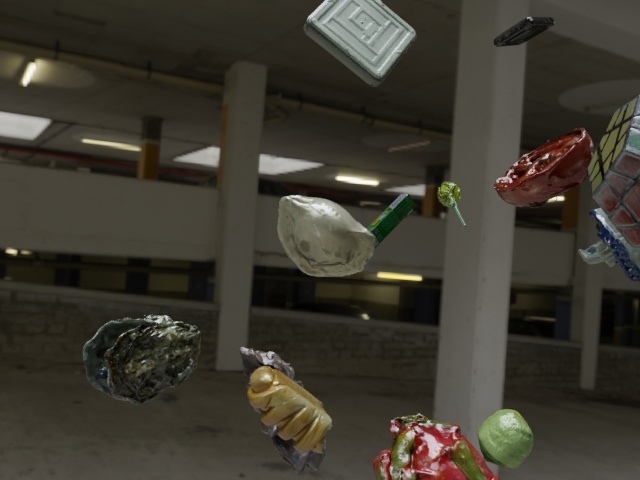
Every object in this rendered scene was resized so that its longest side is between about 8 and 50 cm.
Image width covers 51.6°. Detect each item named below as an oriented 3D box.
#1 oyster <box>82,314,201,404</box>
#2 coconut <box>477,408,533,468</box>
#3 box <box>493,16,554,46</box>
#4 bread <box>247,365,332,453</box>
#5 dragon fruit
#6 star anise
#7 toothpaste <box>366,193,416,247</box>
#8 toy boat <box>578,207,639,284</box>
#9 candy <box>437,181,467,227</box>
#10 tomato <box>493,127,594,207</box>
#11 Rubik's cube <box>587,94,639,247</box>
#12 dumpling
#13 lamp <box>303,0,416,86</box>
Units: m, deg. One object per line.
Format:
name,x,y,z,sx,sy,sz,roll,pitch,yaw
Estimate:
oyster,-0.356,0.241,1.405,0.158,0.162,0.351,35,9,17
coconut,0.295,0.320,1.063,0.087,0.096,0.088,30,21,-13
box,0.536,-0.545,1.737,0.125,0.027,0.126,-15,-6,-37
bread,-0.054,0.291,1.140,0.177,0.084,0.119,41,0,-5
dragon fruit,0.205,0.460,1.189,0.236,0.303,0.231,-15,-19,-6
star anise,-0.080,0.381,1.515,0.117,0.332,0.331,-29,-6,6
toothpaste,0.166,-0.046,1.642,0.178,0.043,0.037,-44,20,-24
toy boat,0.656,0.047,1.444,0.114,0.115,0.262,14,35,-52
candy,0.324,-0.081,1.587,0.058,0.062,0.194,-2,31,-3
tomato,0.499,-0.144,1.449,0.228,0.101,0.228,-37,11,8
Rubik's cube,0.643,-0.126,1.183,0.318,0.264,0.319,-5,-3,0
dumpling,-0.001,-0.002,1.254,0.181,0.155,0.111,33,24,31
lamp,0.119,-0.595,1.884,0.269,0.267,0.047,38,-33,-4
